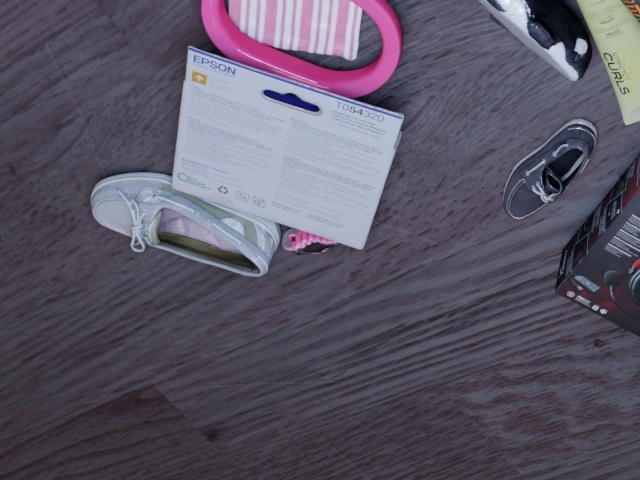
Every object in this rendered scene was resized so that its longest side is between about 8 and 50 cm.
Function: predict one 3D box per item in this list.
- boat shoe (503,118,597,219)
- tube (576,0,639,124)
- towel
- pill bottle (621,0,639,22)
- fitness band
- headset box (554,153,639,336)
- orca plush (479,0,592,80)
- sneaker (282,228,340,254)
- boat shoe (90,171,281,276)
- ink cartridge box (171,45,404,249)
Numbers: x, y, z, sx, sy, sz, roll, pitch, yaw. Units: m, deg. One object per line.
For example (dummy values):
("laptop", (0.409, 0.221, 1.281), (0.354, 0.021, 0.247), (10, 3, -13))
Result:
("boat shoe", (0.330, -0.092, 1.928), (0.075, 0.065, 0.206), (30, 131, -9))
("tube", (0.414, -0.258, 1.771), (0.070, 0.062, 0.240), (24, 154, 53))
("towel", (-0.038, -0.329, 1.864), (0.197, 0.029, 0.144), (10, 132, 8))
("pill bottle", (0.424, -0.346, 1.642), (0.130, 0.130, 0.245), (-32, 114, 35))
("fitness band", (-0.025, -0.305, 1.830), (0.290, 0.054, 0.209), (22, 133, -4))
("headset box", (0.506, 0.001, 1.881), (0.218, 0.110, 0.293), (28, 132, -5))
("orca plush", (0.264, -0.339, 1.739), (0.287, 0.151, 0.102), (39, 93, 1))
("sneaker", (0.000, 0.000, 2.129), (0.119, 0.047, 0.057), (-9, 148, 24))
("boat shoe", (-0.227, -0.022, 2.131), (0.320, 0.103, 0.118), (17, 132, 2))
("ink cartridge box", (-0.051, -0.148, 1.962), (0.324, 0.071, 0.330), (19, 142, 2))
